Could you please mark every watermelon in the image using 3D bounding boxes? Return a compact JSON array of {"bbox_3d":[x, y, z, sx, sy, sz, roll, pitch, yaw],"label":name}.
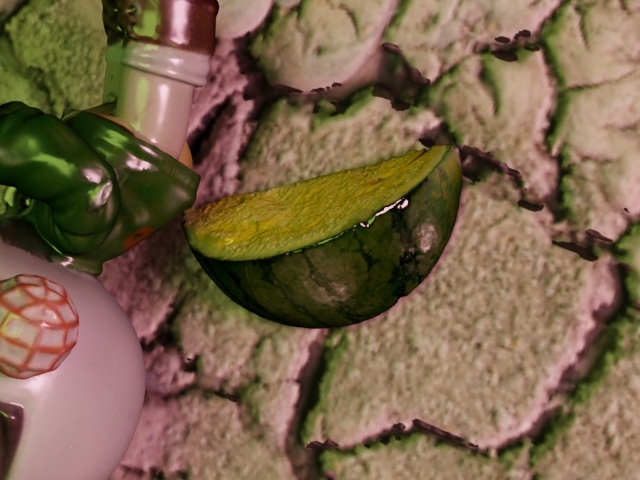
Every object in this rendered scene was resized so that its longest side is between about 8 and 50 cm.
[{"bbox_3d":[0.003,0.010,0.965,0.181,0.075,0.092,-15,30,21],"label":"watermelon"}]

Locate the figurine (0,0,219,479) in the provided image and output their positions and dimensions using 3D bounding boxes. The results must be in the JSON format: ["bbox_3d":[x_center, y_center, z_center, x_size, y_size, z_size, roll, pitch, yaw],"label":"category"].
[{"bbox_3d":[-0.162,0.019,0.962,0.370,0.167,0.281,-68,20,-1],"label":"figurine"}]
